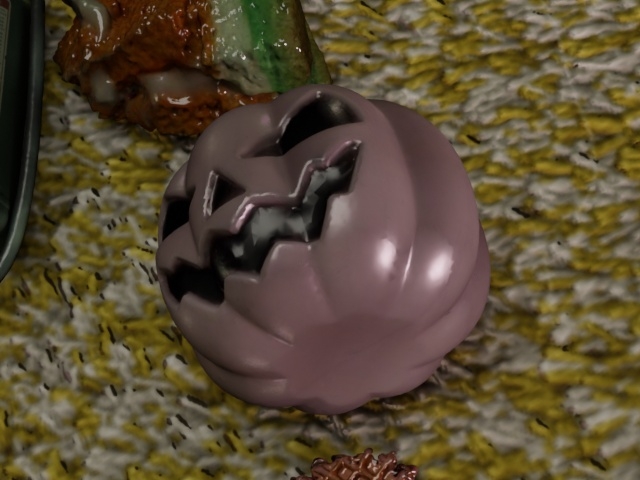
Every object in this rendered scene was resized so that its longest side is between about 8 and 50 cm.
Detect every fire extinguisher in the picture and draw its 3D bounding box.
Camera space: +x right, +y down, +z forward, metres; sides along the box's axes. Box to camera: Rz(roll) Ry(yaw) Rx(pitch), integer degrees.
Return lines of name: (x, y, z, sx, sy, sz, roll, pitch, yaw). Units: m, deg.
fire extinguisher: (-0.234, -0.062, 0.869, 0.118, 0.093, 0.294, -3, 60, 3)

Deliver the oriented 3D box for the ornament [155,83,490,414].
ornament: (-0.001, 0.000, 0.730, 0.178, 0.177, 0.177, -6, 60, 11)

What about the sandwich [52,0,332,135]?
sandwich: (-0.090, -0.132, 0.865, 0.160, 0.109, 0.184, -28, 58, -4)

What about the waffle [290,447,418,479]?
waffle: (0.017, 0.148, 0.725, 0.083, 0.029, 0.075, -9, 57, 13)
